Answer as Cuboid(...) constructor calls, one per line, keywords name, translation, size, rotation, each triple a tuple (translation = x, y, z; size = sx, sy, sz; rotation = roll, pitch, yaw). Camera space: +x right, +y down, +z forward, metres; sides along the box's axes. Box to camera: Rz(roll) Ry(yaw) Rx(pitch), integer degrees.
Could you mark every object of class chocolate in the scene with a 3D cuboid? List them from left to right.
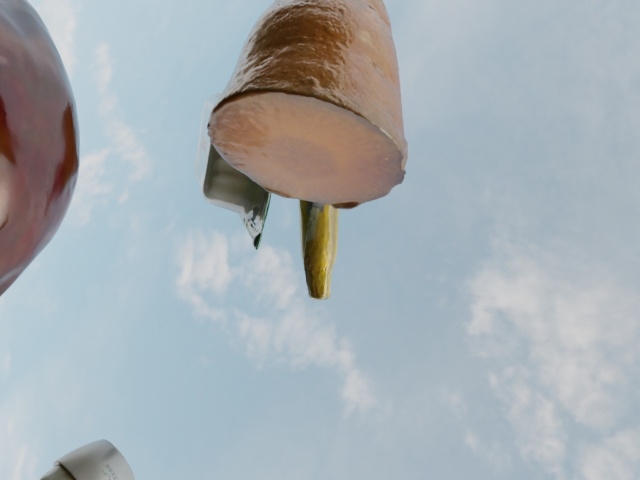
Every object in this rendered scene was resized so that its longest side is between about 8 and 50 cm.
Cuboid(name="chocolate", translation=(0.000, 0.000, 0.970), size=(0.086, 0.086, 0.219), rotation=(-5, -95, 32))

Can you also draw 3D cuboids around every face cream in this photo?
Cuboid(name="face cream", translation=(-0.343, 0.362, 0.779), size=(0.117, 0.104, 0.117), rotation=(21, -54, 32))

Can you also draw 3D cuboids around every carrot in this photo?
Cuboid(name="carrot", translation=(0.010, -0.153, 0.464), size=(0.159, 0.159, 0.224), rotation=(-5, -124, 32))

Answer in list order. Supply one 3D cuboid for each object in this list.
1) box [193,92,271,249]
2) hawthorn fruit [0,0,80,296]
Cuboid(name="box", translation=(-0.161, -0.162, 0.951), size=(0.336, 0.106, 0.263), rotation=(-132, -129, -66))
Cuboid(name="hawthorn fruit", translation=(-0.348, -0.087, 0.413), size=(0.308, 0.308, 0.324), rotation=(-36, -132, 23))
